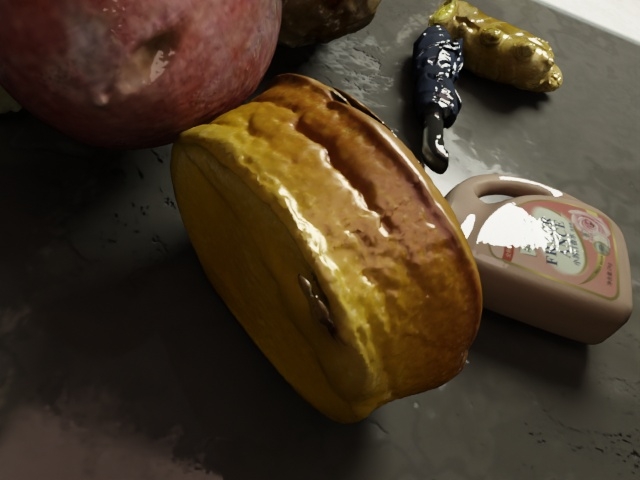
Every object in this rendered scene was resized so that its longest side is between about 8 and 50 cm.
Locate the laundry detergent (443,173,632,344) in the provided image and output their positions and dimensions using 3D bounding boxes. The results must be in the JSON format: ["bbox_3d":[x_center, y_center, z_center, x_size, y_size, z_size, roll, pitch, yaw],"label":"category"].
[{"bbox_3d":[0.180,-0.006,0.599,0.237,0.076,0.171,20,48,-1],"label":"laundry detergent"}]

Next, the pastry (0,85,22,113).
[{"bbox_3d":[-0.330,-0.201,0.552,0.182,0.093,0.192,-12,59,-30],"label":"pastry"}]

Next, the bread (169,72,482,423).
[{"bbox_3d":[0.000,0.000,0.449,0.143,0.195,0.269,-28,59,-26],"label":"bread"}]

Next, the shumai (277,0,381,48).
[{"bbox_3d":[-0.102,-0.308,0.710,0.283,0.217,0.346,-40,59,-6],"label":"shumai"}]

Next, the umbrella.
[{"bbox_3d":[0.140,-0.179,0.723,0.071,0.071,0.248,18,48,-6],"label":"umbrella"}]

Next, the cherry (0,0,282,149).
[{"bbox_3d":[-0.148,-0.195,0.467,0.221,0.261,0.307,-16,48,20],"label":"cherry"}]

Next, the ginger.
[{"bbox_3d":[0.237,-0.252,0.804,0.205,0.081,0.115,26,38,1],"label":"ginger"}]
